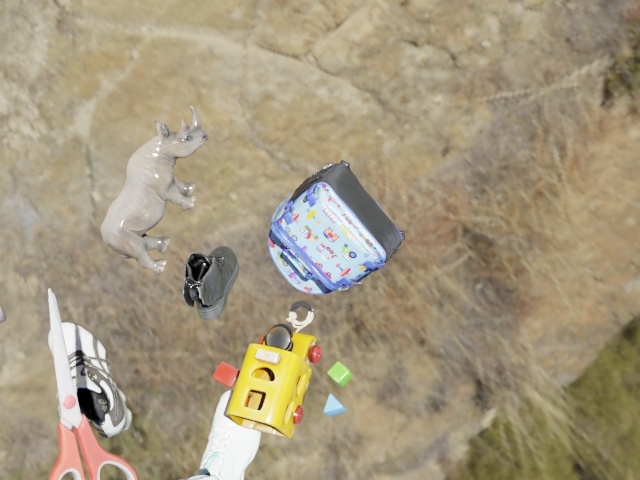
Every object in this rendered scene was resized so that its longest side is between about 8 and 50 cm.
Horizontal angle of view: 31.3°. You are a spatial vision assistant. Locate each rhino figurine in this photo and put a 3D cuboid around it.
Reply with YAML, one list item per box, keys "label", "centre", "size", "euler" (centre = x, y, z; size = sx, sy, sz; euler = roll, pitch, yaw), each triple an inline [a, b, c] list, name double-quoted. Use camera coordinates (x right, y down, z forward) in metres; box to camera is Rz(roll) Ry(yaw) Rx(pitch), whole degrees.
- label: "rhino figurine"
  centre: [-0.230, -0.079, 1.623]
  size: [0.106, 0.073, 0.243]
  euler: [22, 98, -20]

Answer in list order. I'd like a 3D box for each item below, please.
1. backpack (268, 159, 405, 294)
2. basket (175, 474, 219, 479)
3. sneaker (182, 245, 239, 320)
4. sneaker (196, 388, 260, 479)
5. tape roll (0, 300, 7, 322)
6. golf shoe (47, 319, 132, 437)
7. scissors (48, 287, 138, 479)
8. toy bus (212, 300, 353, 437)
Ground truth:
- label: "backpack"
  centre: [0.000, 0.000, 1.551]
  size: [0.173, 0.158, 0.117]
  euler: [-34, -171, 34]
- label: "basket"
  centre: [-0.205, 0.443, 1.524]
  size: [0.254, 0.201, 0.289]
  euler: [-13, 150, -6]
- label: "sneaker"
  centre: [-0.157, 0.044, 1.607]
  size: [0.051, 0.170, 0.089]
  euler: [-5, 131, 13]
- label: "sneaker"
  centre: [-0.152, 0.336, 1.762]
  size: [0.094, 0.080, 0.212]
  euler: [21, 77, -65]
- label: "tape roll"
  centre: [-0.516, -0.058, 1.485]
  size: [0.072, 0.392, 0.392]
  euler: [-24, 138, -14]
- label: "golf shoe"
  centre: [-0.346, 0.197, 1.683]
  size: [0.077, 0.198, 0.094]
  euler: [-36, 166, -1]
- label: "scissors"
  centre: [-0.298, 0.209, 1.326]
  size: [0.109, 0.021, 0.297]
  euler: [-30, 112, -30]
- label: "toy bus"
  centre: [-0.069, 0.196, 1.731]
  size: [0.191, 0.202, 0.104]
  euler: [-32, 152, 0]
